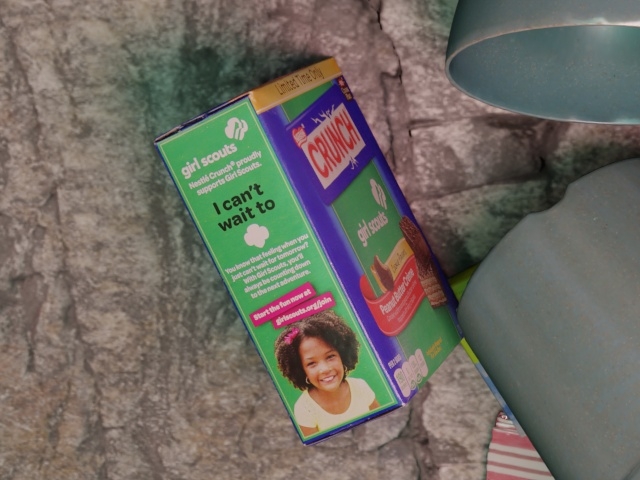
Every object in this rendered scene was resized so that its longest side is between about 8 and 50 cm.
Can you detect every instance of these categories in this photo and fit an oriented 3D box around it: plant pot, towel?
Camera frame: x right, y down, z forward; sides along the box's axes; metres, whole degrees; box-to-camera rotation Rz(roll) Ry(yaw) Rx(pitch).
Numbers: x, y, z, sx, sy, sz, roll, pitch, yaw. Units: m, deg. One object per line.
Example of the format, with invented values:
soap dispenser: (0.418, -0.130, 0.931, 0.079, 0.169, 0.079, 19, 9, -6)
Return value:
plant pot: (0.261, -0.234, 1.708, 0.290, 0.290, 0.195, 1, 77, 17)
towel: (0.245, 0.280, 2.046, 0.144, 0.029, 0.197, 10, 117, 12)
plant pot: (0.318, 0.125, 1.752, 0.341, 0.341, 0.334, -52, 60, 28)

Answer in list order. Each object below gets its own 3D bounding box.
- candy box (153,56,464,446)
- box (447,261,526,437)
candy box: (0.000, 0.000, 1.840, 0.122, 0.268, 0.317, -27, 94, 21)
box: (0.205, 0.102, 1.970, 0.109, 0.042, 0.178, -28, 101, 25)
